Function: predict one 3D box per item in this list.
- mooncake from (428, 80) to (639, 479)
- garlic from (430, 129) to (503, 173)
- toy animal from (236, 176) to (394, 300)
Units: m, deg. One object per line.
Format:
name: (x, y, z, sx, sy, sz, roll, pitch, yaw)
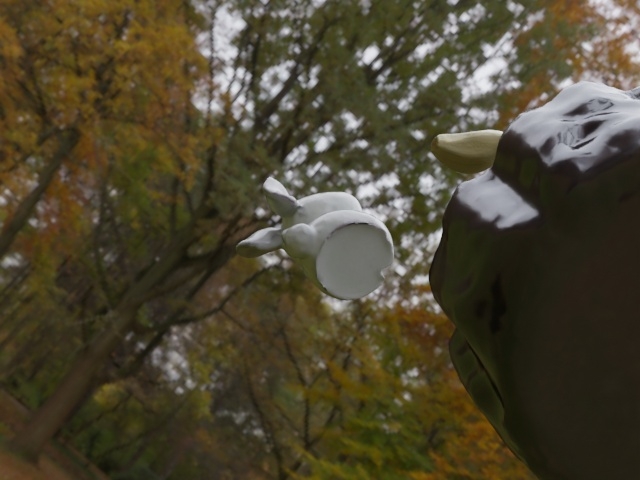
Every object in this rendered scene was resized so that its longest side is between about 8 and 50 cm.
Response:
mooncake: (0.285, 0.037, 0.858, 0.350, 0.381, 0.212, 33, 9, -24)
garlic: (0.162, -0.098, 1.053, 0.083, 0.041, 0.053, 0, -23, 0)
toy animal: (-0.002, -0.001, 1.331, 0.178, 0.128, 0.193, 7, 17, -36)
